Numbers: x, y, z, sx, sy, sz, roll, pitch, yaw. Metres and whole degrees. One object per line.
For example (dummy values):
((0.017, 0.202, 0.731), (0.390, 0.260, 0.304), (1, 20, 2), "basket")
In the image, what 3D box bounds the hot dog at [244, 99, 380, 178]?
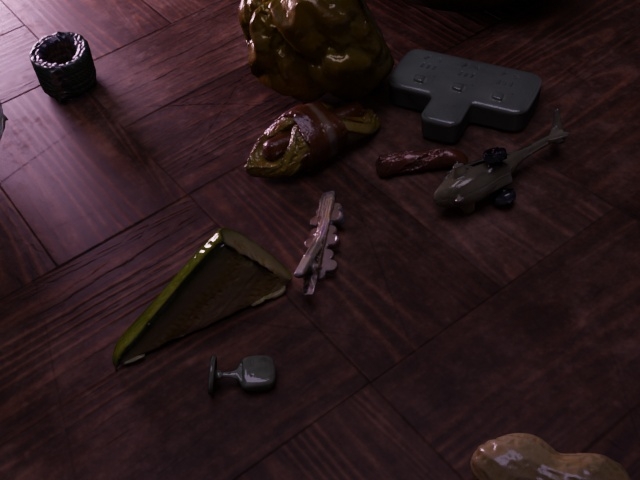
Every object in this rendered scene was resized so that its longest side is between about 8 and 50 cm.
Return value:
((-0.018, -0.189, 1.411), (0.261, 0.093, 0.123), (-31, 52, -20), "hot dog")

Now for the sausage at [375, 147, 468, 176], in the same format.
((0.172, -0.134, 1.375), (0.158, 0.042, 0.036), (-4, 9, 2), "sausage")

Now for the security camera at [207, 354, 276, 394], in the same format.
((-0.107, 0.186, 1.117), (0.092, 0.058, 0.058), (4, 47, -5), "security camera")

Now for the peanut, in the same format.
((0.272, 0.276, 0.956), (0.187, 0.082, 0.082), (12, 50, 17), "peanut")

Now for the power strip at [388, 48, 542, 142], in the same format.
((0.246, -0.254, 1.458), (0.265, 0.059, 0.193), (18, 52, 22), "power strip")

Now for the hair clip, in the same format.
((0.002, 0.005, 1.264), (0.062, 0.056, 0.214), (-8, 36, 23), "hair clip")

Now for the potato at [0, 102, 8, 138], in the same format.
((-0.730, -0.151, 1.485), (0.264, 0.211, 0.189), (-19, 80, 34), "potato")

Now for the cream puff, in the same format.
((-0.029, -0.381, 1.481), (0.257, 0.291, 0.324), (-28, 65, 16), "cream puff")

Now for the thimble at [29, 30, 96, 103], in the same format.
((-0.514, -0.351, 1.633), (0.118, 0.090, 0.135), (-26, 50, -15), "thimble")

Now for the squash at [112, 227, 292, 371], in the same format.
((-0.187, 0.100, 1.221), (0.252, 0.169, 0.093), (-48, 47, 10), "squash")

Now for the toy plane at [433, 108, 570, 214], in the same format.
((0.299, -0.126, 1.323), (0.286, 0.092, 0.108), (-27, 25, -14), "toy plane")

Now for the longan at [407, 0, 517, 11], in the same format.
((0.294, -0.653, 1.601), (0.436, 0.404, 0.404), (-6, 47, -3), "longan")
